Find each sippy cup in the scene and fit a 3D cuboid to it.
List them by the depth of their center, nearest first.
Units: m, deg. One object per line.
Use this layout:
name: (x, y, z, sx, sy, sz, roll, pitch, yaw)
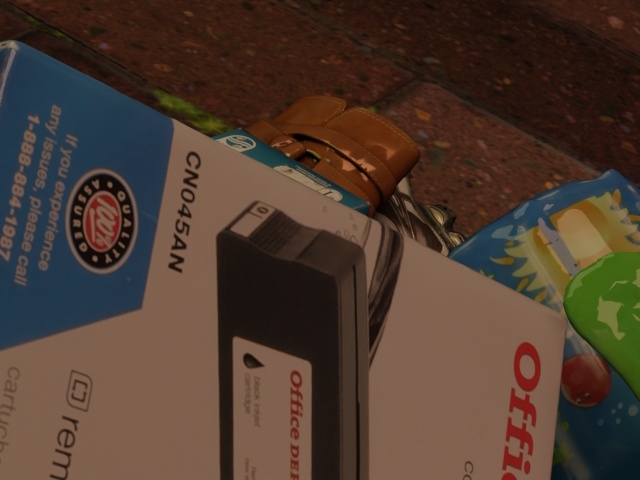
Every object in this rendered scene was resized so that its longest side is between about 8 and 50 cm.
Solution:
sippy cup: (0.181, 0.088, 1.145, 0.240, 0.305, 0.224, -17, 70, -38)

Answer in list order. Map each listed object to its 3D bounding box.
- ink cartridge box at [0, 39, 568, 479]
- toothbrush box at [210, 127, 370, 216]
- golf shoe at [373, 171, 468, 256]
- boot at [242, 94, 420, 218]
ink cartridge box: (-0.068, 0.116, 0.877, 0.395, 0.166, 0.285, 25, 66, -40)
toothbrush box: (-0.124, 0.081, 1.092, 0.126, 0.216, 0.295, 30, 36, 32)
golf shoe: (0.035, -0.028, 1.452, 0.094, 0.077, 0.198, -13, 43, -37)
boot: (0.000, 0.000, 1.337, 0.220, 0.109, 0.283, -34, 44, -29)
